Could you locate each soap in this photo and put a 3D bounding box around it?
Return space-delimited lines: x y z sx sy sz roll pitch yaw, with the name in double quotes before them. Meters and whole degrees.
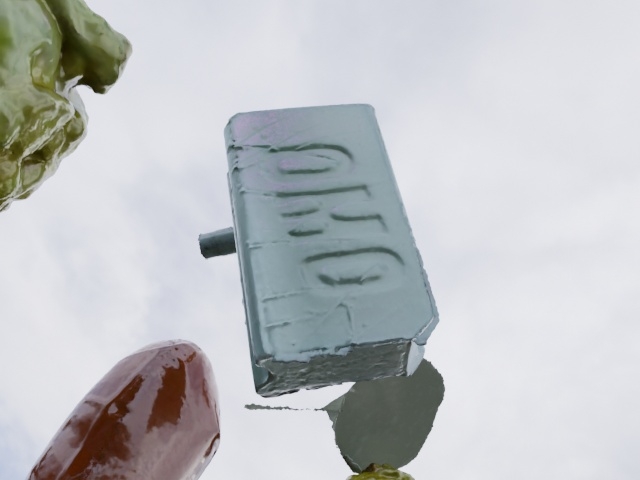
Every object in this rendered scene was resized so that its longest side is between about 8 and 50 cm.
"soap" 0.000 0.000 0.613 0.150 0.262 0.094 -9 -35 -5

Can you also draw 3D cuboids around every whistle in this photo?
"whistle" -0.102 -0.019 1.479 0.312 0.062 0.062 -12 -62 11

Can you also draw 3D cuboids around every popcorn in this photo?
"popcorn" 0.070 0.326 0.876 0.120 0.106 0.116 40 -9 -36
"popcorn" -0.269 -0.130 0.503 0.254 0.256 0.195 9 -14 -18

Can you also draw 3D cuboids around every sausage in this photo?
"sausage" -0.180 0.200 0.635 0.133 0.258 0.133 21 -36 16

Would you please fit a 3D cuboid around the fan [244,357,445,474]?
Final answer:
"fan" 0.036 0.213 0.884 0.010 0.310 0.182 26 -81 54
